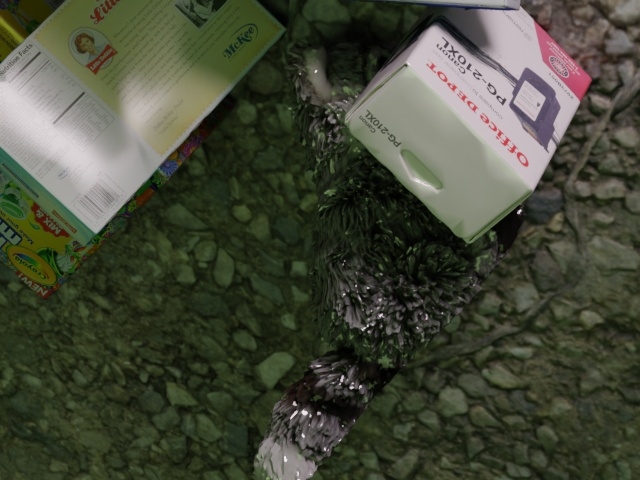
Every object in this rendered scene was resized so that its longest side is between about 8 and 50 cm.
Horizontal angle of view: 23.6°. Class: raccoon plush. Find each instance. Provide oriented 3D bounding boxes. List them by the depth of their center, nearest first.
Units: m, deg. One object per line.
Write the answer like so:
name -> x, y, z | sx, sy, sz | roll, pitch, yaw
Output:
raccoon plush -> 0.000, 0.000, 1.566 | 0.299, 0.446, 0.216 | 40, 162, -3

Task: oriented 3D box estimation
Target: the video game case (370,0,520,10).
video game case -> 0.064, -0.346, 1.433 | 0.269, 0.061, 0.244 | 7, 97, 21

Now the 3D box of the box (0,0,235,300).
box -> -0.309, -0.139, 1.739 | 0.290, 0.177, 0.279 | 43, 130, -7

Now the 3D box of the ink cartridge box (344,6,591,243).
ink cartridge box -> 0.148, -0.137, 1.484 | 0.172, 0.237, 0.100 | 44, 129, -8

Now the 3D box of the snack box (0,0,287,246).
snack box -> -0.203, -0.172, 1.579 | 0.187, 0.322, 0.060 | 44, 155, -7
